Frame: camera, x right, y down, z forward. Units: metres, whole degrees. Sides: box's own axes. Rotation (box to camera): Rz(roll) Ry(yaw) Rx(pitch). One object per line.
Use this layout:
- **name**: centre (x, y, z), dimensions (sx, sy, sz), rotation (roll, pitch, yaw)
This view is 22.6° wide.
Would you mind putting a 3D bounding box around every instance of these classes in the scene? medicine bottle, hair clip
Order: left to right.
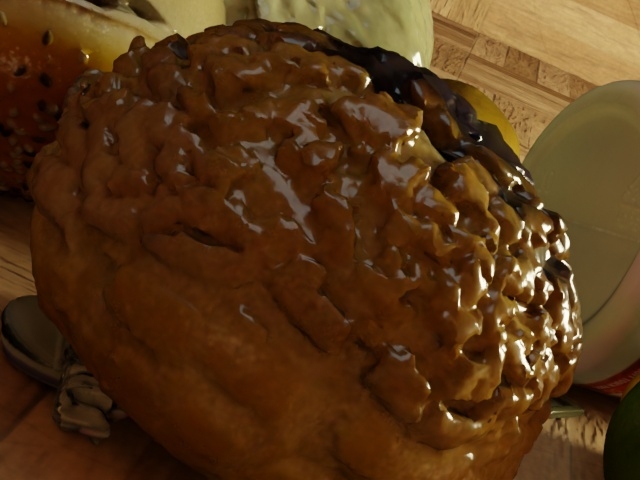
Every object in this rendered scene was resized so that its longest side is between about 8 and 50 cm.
- **hair clip**: centre (-0.135, 0.064, 0.956), dimensions (0.116, 0.049, 0.172), rotation (25, 13, -12)
- **medicine bottle**: centre (0.304, 0.018, 1.339), dimensions (0.240, 0.253, 0.252), rotation (18, 17, -26)

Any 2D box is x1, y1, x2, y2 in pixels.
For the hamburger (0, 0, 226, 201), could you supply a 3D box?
- **hamburger**: centre (-0.210, -0.131, 1.117), dimensions (0.300, 0.176, 0.300), rotation (13, -24, 6)

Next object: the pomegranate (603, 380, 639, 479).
- **pomegranate**: centre (0.258, 0.173, 1.006), dimensions (0.159, 0.241, 0.190), rotation (-6, -26, 31)

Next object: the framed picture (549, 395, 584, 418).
- **framed picture**: centre (0.099, 0.087, 1.281), dimensions (0.201, 0.010, 0.136), rotation (36, 19, 36)

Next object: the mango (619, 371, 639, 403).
- **mango**: centre (0.327, 0.144, 1.182), dimensions (0.252, 0.126, 0.154), rotation (22, -5, -26)

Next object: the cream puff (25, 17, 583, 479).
- **cream puff**: centre (0.000, 0.000, 0.929), dimensions (0.327, 0.231, 0.343), rotation (25, 20, -41)

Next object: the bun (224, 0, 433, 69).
- **bun**: centre (-0.072, -0.196, 1.377), dimensions (0.361, 0.213, 0.361), rotation (11, 38, -9)

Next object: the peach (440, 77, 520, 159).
- **peach**: centre (0.072, -0.090, 1.566), dimensions (0.251, 0.153, 0.251), rotation (17, 15, -5)
